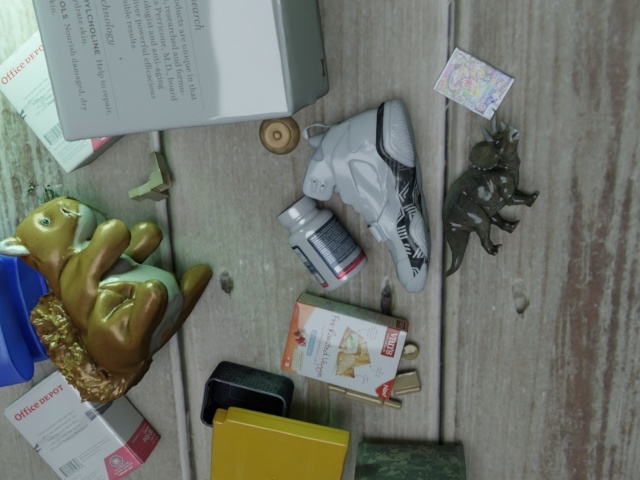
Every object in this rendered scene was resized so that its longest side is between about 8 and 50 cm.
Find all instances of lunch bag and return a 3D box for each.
[{"bbox_3d":[0.190,0.589,1.571,0.235,0.169,0.286,0,115,8],"label":"lunch bag"}]

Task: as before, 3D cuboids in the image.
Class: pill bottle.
[{"bbox_3d":[0.000,0.000,1.447,0.108,0.108,0.180,-35,98,19],"label":"pill bottle"}]

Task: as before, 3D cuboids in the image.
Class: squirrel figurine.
[{"bbox_3d":[-0.482,0.114,1.500,0.370,0.281,0.397,33,108,6],"label":"squirrel figurine"}]

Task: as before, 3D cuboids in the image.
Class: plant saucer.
[{"bbox_3d":[-0.082,-0.208,1.446,0.084,0.015,0.083,3,108,10],"label":"plant saucer"}]

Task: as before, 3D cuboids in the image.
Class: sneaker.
[{"bbox_3d":[0.089,-0.071,1.396,0.210,0.137,0.365,-8,101,14],"label":"sneaker"}]

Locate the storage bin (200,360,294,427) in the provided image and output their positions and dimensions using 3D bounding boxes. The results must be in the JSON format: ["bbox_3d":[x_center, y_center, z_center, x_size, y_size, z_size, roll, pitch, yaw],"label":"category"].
[{"bbox_3d":[-0.159,0.351,1.604,0.180,0.084,0.122,14,110,7],"label":"storage bin"}]

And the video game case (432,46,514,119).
[{"bbox_3d":[0.280,-0.287,1.351,0.122,0.011,0.087,29,110,1],"label":"video game case"}]

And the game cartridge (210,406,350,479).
[{"bbox_3d":[-0.095,0.493,1.593,0.286,0.052,0.323,12,128,3],"label":"game cartridge"}]

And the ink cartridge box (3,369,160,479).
[{"bbox_3d":[-0.542,0.423,1.684,0.207,0.117,0.283,-35,99,19],"label":"ink cartridge box"}]

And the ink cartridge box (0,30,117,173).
[{"bbox_3d":[-0.500,-0.282,1.459,0.172,0.100,0.237,-34,99,19],"label":"ink cartridge box"}]

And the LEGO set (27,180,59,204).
[{"bbox_3d":[-0.589,-0.100,1.580,0.083,0.023,0.054,41,109,10],"label":"LEGO set"}]

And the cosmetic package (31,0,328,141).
[{"bbox_3d":[-0.219,-0.369,1.254,0.394,0.329,0.327,-4,106,12],"label":"cosmetic package"}]

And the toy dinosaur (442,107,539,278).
[{"bbox_3d":[0.303,-0.075,1.377,0.160,0.121,0.313,36,116,11],"label":"toy dinosaur"}]

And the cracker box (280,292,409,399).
[{"bbox_3d":[0.049,0.214,1.500,0.232,0.067,0.155,14,106,6],"label":"cracker box"}]

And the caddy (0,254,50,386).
[{"bbox_3d":[-0.708,0.159,1.570,0.179,0.241,0.341,-7,106,7],"label":"caddy"}]

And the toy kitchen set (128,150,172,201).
[{"bbox_3d":[-0.346,-0.126,1.514,0.083,0.068,0.075,-23,74,17],"label":"toy kitchen set"}]

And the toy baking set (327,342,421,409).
[{"bbox_3d":[0.093,0.254,1.555,0.256,0.030,0.196,11,106,7],"label":"toy baking set"}]
